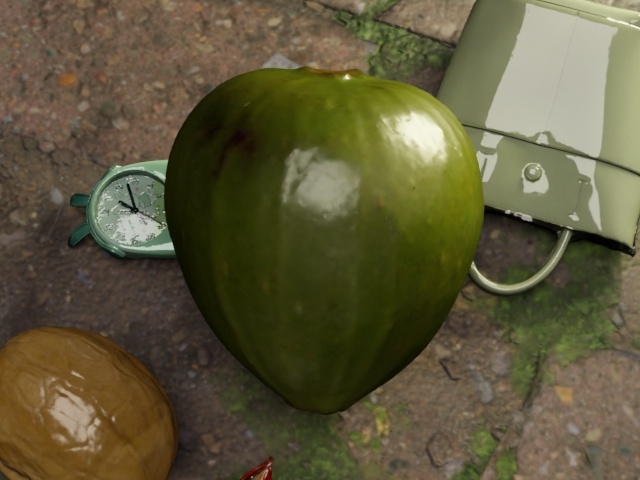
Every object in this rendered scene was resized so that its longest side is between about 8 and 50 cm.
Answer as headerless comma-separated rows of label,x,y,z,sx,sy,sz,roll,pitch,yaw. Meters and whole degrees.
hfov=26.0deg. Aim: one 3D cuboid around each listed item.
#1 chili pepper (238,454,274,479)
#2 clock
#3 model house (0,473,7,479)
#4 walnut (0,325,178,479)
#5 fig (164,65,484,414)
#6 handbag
chili pepper,-0.121,0.311,1.269,0.059,0.050,0.268,35,73,-10
clock,-0.189,-0.028,1.388,0.135,0.041,0.101,-2,72,1
model house,-0.318,0.257,1.278,0.100,0.088,0.100,27,97,-23
walnut,-0.220,0.167,1.257,0.197,0.165,0.165,33,75,9
fig,0.000,0.000,1.263,0.316,0.316,0.316,0,71,0
handbag,0.220,-0.093,1.404,0.241,0.109,0.315,15,85,6
